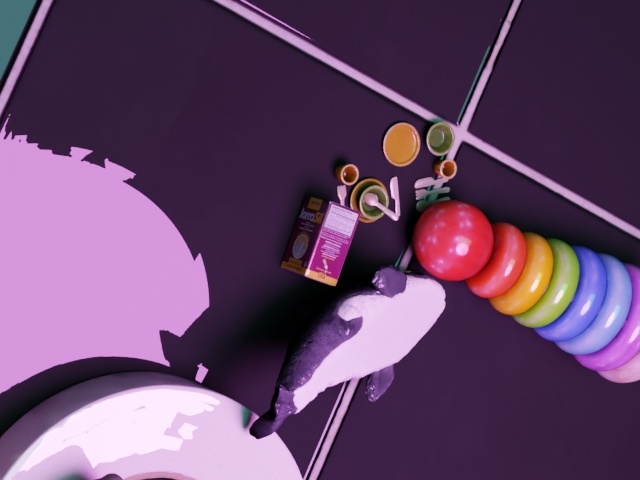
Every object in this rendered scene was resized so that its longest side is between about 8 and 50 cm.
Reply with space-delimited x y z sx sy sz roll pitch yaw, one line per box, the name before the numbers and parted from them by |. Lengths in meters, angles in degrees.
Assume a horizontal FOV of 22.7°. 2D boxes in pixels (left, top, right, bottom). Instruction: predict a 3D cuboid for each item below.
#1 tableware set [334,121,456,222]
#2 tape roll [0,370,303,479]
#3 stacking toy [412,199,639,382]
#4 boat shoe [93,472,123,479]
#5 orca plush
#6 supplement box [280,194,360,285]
tableware set | 0.085 -0.075 1.742 0.154 0.024 0.104 -12 104 -28
tape roll | -0.188 0.329 1.626 0.392 0.072 0.392 -6 102 -30
stacking toy | 0.247 0.045 1.801 0.330 0.141 0.141 25 86 -28
boat shoe | -0.164 0.364 1.542 0.091 0.109 0.305 -33 110 -16
orca plush | 0.011 0.106 1.692 0.287 0.102 0.151 -45 139 -32
supplement box | 0.000 0.000 1.687 0.043 0.055 0.083 20 87 -32
